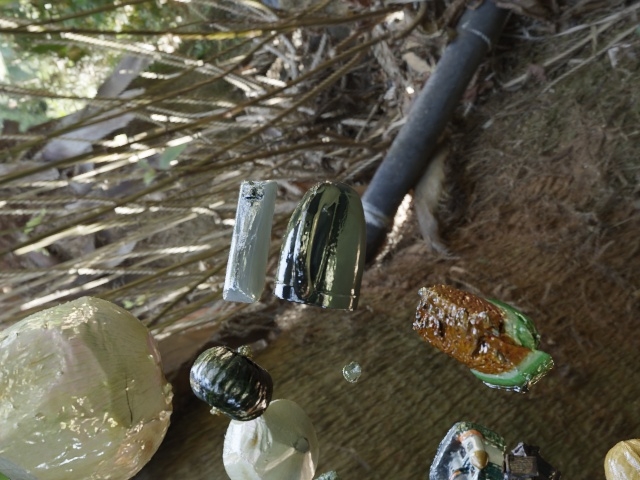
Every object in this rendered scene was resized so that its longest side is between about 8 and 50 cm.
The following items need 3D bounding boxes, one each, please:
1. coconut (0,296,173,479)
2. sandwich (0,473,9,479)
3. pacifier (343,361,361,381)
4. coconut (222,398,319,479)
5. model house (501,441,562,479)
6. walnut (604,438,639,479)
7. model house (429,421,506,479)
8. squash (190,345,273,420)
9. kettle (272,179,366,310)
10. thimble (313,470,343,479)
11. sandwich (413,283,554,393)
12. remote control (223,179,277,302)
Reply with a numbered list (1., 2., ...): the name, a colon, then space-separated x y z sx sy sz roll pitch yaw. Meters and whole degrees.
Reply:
1. coconut: -0.362 0.232 0.925 0.297 0.255 0.297 59 172 14
2. sandwich: -0.521 0.318 0.896 0.074 0.074 0.116 -54 -42 -80
3. pacifier: 0.123 0.469 2.169 0.064 0.083 0.068 -34 79 48
4. coconut: -0.117 0.504 1.482 0.241 0.241 0.241 55 157 36
5. model house: 0.570 0.656 1.678 0.164 0.203 0.141 33 111 18
6. walnut: 0.768 0.571 1.433 0.206 0.159 0.159 63 161 14
7. model house: 0.498 0.781 1.968 0.301 0.190 0.271 -89 24 -76
8. squash: -0.194 0.316 1.343 0.193 0.156 0.193 43 156 25
9. kettle: 0.000 0.000 1.545 0.321 0.229 0.323 12 -91 -72
10. thimble: 0.007 0.559 1.322 0.062 0.110 0.084 55 -174 -5
11. sandwich: 0.344 0.191 1.325 0.301 0.162 0.250 36 163 7
12. remote control: -0.182 -0.003 1.511 0.110 0.055 0.312 2 79 31
